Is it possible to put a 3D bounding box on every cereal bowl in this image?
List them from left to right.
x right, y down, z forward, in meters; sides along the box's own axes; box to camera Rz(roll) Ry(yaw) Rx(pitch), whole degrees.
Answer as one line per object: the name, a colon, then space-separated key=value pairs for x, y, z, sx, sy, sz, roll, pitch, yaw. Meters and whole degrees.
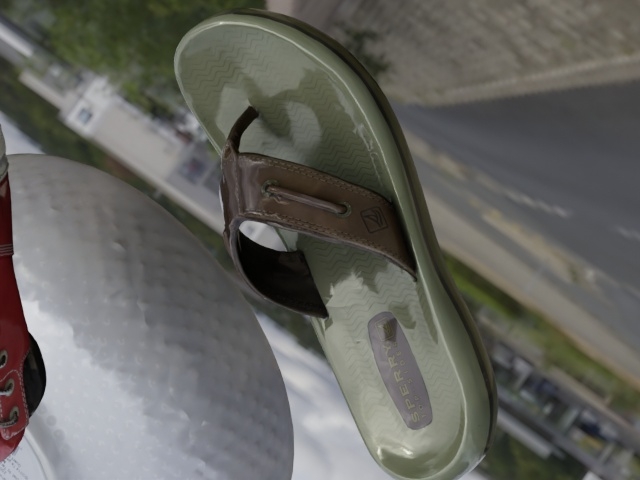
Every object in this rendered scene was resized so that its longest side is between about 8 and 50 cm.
cereal bowl: x=-0.194 y=0.120 z=1.043 sx=0.339 sy=0.339 sz=0.141 roll=35 pitch=-139 yaw=15

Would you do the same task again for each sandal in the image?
sandal: x=0.001 y=0.000 z=0.854 sx=0.086 sy=0.120 sz=0.303 roll=-16 pitch=-106 yaw=-46

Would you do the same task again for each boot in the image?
boot: x=-0.183 y=0.043 z=0.743 sx=0.088 sy=0.176 sz=0.244 roll=-9 pitch=-169 yaw=0
